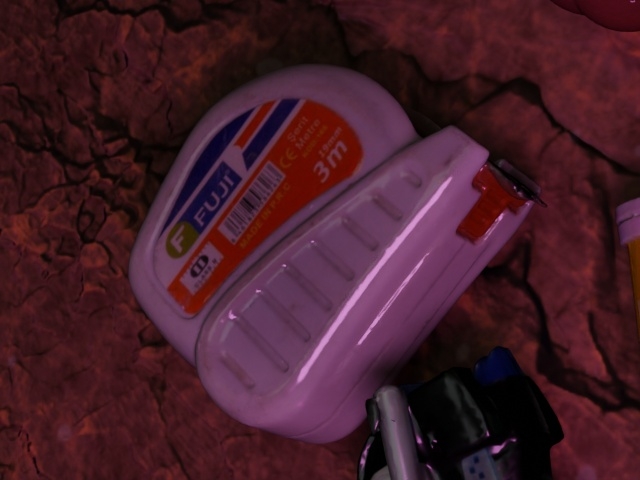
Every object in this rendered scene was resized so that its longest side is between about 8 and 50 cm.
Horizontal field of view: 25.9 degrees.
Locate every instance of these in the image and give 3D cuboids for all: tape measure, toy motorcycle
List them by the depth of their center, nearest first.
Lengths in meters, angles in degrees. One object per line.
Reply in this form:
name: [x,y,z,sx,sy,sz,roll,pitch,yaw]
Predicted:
toy motorcycle: [0.140,0.230,0.884,0.196,0.125,0.331,-31,68,23]
tape measure: [0.000,0.000,1.020,0.258,0.130,0.265,-54,51,9]

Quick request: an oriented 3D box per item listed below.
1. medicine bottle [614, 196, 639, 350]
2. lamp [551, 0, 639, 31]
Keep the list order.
medicine bottle: [0.234,0.080,0.878,0.074,0.074,0.218,-12,75,31]
lamp: [0.210,-0.231,0.920,0.182,0.140,0.182,-5,80,31]
